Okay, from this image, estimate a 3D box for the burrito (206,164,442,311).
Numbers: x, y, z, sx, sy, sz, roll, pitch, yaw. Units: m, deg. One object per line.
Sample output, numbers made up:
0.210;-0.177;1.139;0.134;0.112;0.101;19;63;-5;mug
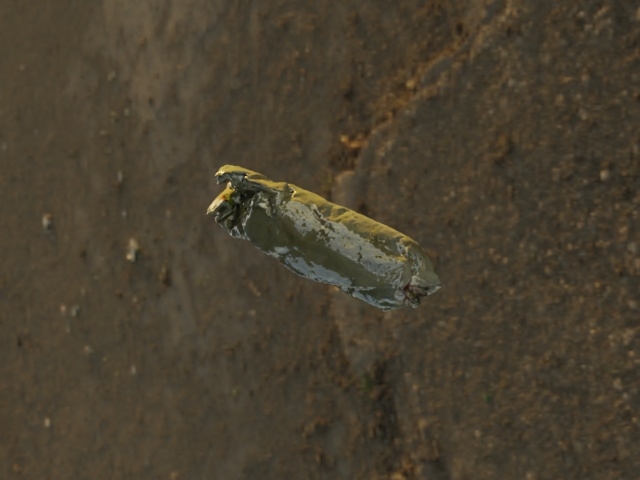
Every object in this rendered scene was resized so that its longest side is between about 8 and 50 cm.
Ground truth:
-0.001;0.000;0.752;0.188;0.045;0.058;25;88;20;burrito
